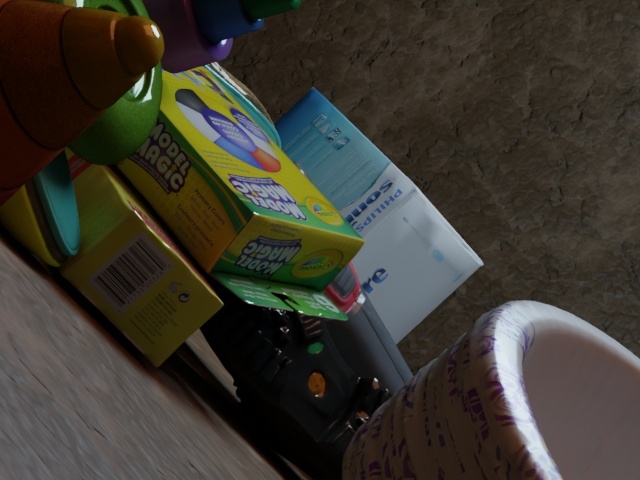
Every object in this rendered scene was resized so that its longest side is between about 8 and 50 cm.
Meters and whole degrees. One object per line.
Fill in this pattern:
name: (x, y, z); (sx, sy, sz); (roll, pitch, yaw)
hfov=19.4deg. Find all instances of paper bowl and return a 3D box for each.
paper bowl: (0.119, 0.175, 0.786); (0.284, 0.148, 0.284); (39, 20, -18)

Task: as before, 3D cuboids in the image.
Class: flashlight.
flashlight: (0.012, 0.091, 1.333); (0.304, 0.103, 0.103); (61, -3, -23)

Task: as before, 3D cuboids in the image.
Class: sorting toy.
sorting toy: (-0.090, -0.109, 0.994); (0.365, 0.126, 0.127); (-37, 112, -66)

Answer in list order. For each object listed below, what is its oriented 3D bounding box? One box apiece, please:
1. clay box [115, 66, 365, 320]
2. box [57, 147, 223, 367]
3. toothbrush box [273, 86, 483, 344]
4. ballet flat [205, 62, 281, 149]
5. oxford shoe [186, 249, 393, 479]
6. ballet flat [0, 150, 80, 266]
clay box: (-0.065, -0.042, 1.172); (0.222, 0.053, 0.127); (47, 18, 28)
box: (-0.131, -0.008, 1.151); (0.087, 0.058, 0.232); (48, 1, -24)
toothbrush box: (0.000, 0.000, 1.928); (0.126, 0.216, 0.295); (46, 1, -31)
ballet flat: (-0.170, -0.179, 1.743); (0.342, 0.116, 0.124); (47, -20, -28)
oxford shoe: (-0.035, 0.084, 1.233); (0.227, 0.083, 0.096); (55, -35, -10)
ballet flat: (-0.190, -0.094, 1.028); (0.077, 0.077, 0.231); (-30, 109, -81)
